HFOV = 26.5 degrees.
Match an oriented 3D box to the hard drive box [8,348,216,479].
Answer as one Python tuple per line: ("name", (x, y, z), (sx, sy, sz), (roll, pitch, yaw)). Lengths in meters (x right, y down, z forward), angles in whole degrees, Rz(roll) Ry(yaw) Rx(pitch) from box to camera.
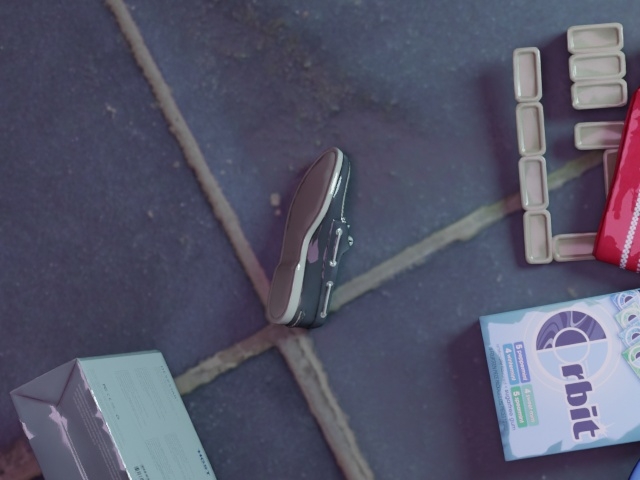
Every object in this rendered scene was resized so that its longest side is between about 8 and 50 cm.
("hard drive box", (-0.214, 0.218, 1.458), (0.089, 0.232, 0.181), (-26, 81, 12))

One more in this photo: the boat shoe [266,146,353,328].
("boat shoe", (0.000, 0.000, 1.515), (0.065, 0.075, 0.206), (19, 86, -29))

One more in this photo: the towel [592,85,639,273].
("towel", (0.428, -0.036, 1.377), (0.275, 0.031, 0.199), (18, 100, 20))

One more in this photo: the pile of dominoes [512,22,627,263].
("pile of dominoes", (0.310, -0.106, 1.455), (0.196, 0.040, 0.251), (-3, 95, 12))

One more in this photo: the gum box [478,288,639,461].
("gum box", (0.273, 0.141, 1.439), (0.184, 0.041, 0.157), (-12, 85, 14))

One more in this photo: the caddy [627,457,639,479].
("caddy", (0.433, 0.322, 1.294), (0.241, 0.179, 0.341), (-42, 78, -10))
